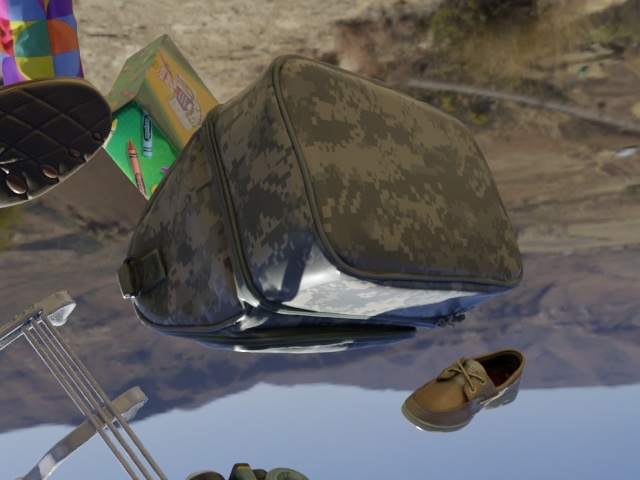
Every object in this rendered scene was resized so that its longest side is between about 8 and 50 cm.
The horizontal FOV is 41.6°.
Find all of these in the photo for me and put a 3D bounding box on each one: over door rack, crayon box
[{"bbox_3d":[-0.278,0.221,0.672,0.324,0.239,0.108,-35,171,-29],"label":"over door rack"},{"bbox_3d":[-0.216,-0.165,1.186,0.081,0.165,0.278,-29,-153,15],"label":"crayon box"}]

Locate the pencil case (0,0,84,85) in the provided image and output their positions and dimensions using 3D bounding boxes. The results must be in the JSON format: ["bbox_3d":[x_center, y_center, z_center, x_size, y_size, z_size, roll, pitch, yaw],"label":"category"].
[{"bbox_3d":[-0.335,-0.234,0.990,0.104,0.236,0.104,2,-153,-1],"label":"pencil case"}]

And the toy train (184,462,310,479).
[{"bbox_3d":[-0.069,0.406,1.053,0.190,0.142,0.334,11,-159,-31],"label":"toy train"}]

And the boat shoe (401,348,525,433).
[{"bbox_3d":[0.118,0.116,0.681,0.135,0.045,0.050,-12,-142,-45],"label":"boat shoe"}]

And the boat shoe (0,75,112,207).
[{"bbox_3d":[-0.204,-0.047,0.474,0.178,0.064,0.060,-28,-143,-3],"label":"boat shoe"}]

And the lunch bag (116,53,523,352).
[{"bbox_3d":[0.000,0.000,0.785,0.256,0.212,0.305,-30,157,37],"label":"lunch bag"}]
